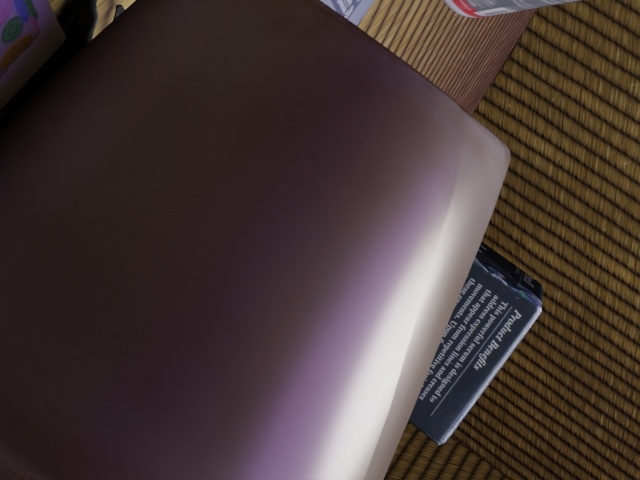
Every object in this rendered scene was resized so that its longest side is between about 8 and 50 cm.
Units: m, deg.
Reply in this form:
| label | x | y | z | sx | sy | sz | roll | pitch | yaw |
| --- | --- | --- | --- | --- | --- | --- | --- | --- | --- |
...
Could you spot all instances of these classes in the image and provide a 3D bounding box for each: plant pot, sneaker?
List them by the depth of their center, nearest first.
| label | x | y | z | sx | sy | sz | roll | pitch | yaw |
| --- | --- | --- | --- | --- | --- | --- | --- | --- | --- |
| plant pot | -0.055 | 0.014 | 0.488 | 0.280 | 0.323 | 0.323 | -53 | 171 | 9 |
| sneaker | -0.182 | -0.076 | 0.598 | 0.170 | 0.051 | 0.089 | -55 | 171 | -19 |

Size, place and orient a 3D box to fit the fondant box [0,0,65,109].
| label | x | y | z | sx | sy | sz | roll | pitch | yaw |
| --- | --- | --- | --- | --- | --- | --- | --- | --- | --- |
| fondant box | -0.249 | -0.031 | 0.287 | 0.330 | 0.096 | 0.238 | -51 | 170 | -14 |

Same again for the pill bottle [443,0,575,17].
| label | x | y | z | sx | sy | sz | roll | pitch | yaw |
| --- | --- | --- | --- | --- | --- | --- | --- | --- | --- |
| pill bottle | 0.248 | -0.308 | 0.859 | 0.283 | 0.161 | 0.161 | 1 | -142 | 44 |

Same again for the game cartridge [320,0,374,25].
| label | x | y | z | sx | sy | sz | roll | pitch | yaw |
| --- | --- | --- | --- | --- | --- | --- | --- | --- | --- |
| game cartridge | 0.010 | -0.268 | 0.841 | 0.196 | 0.060 | 0.294 | -58 | 170 | 2 |

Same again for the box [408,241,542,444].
| label | x | y | z | sx | sy | sz | roll | pitch | yaw |
| --- | --- | --- | --- | --- | --- | --- | --- | --- | --- |
| box | 0.080 | 0.044 | 1.240 | 0.212 | 0.395 | 0.293 | -55 | 171 | 10 |
